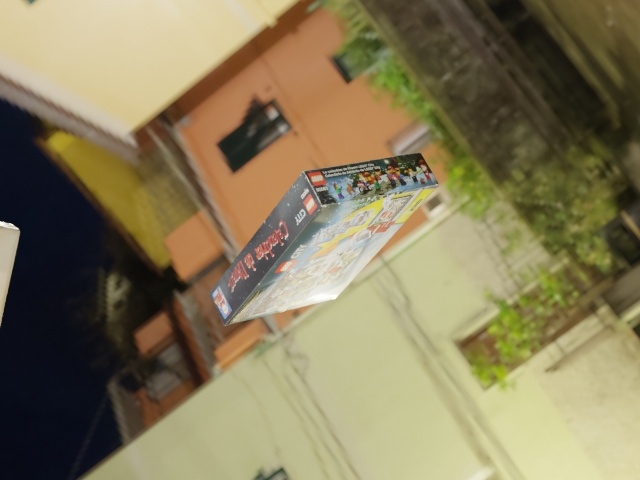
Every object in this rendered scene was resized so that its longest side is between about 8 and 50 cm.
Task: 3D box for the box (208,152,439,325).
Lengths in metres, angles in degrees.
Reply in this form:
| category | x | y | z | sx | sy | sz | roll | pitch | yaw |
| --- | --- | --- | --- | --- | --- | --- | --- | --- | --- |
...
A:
| category | x | y | z | sx | sy | sz | roll | pitch | yaw |
| --- | --- | --- | --- | --- | --- | --- | --- | --- | --- |
| box | 0.000 | 0.000 | 1.371 | 0.159 | 0.233 | 0.044 | -11 | -117 | -38 |

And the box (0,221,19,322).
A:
| category | x | y | z | sx | sy | sz | roll | pitch | yaw |
| --- | --- | --- | --- | --- | --- | --- | --- | --- | --- |
| box | -0.421 | 0.123 | 1.406 | 0.121 | 0.311 | 0.148 | 12 | -179 | -17 |
